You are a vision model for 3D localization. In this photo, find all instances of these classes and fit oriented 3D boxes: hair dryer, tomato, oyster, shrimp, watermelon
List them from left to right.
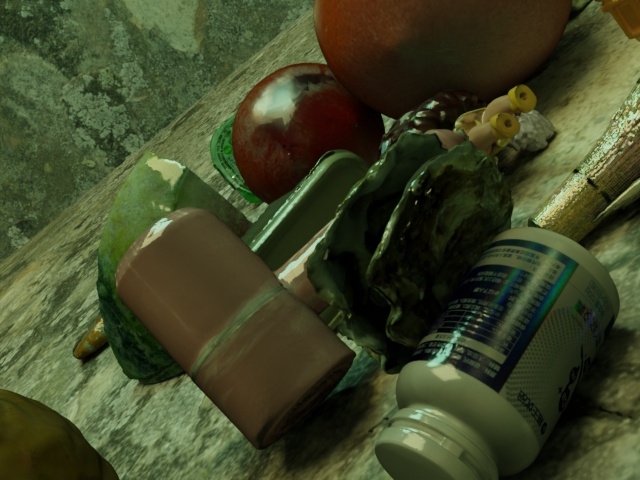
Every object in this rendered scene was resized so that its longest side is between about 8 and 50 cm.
[{"bbox_3d":[-0.363,0.124,1.629,0.187,0.052,0.132,-51,21,-20],"label":"shrimp"},{"bbox_3d":[-0.182,0.041,1.279,0.193,0.231,0.310,2,90,61],"label":"watermelon"},{"bbox_3d":[-0.016,-0.139,1.286,0.208,0.208,0.184,-51,-10,-29],"label":"tomato"},{"bbox_3d":[0.000,0.000,0.901,0.352,0.210,0.125,-43,-15,-10],"label":"hair dryer"},{"bbox_3d":[0.084,0.013,0.770,0.112,0.268,0.198,24,79,30],"label":"oyster"},{"bbox_3d":[0.146,-0.290,1.157,0.321,0.321,0.321,-36,19,14],"label":"tomato"}]

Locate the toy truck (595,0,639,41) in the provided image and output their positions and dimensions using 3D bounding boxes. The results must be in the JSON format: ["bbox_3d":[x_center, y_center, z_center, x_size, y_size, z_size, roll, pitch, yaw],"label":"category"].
[{"bbox_3d":[0.393,-0.300,0.961,0.270,0.135,0.114,-51,20,-28],"label":"toy truck"}]

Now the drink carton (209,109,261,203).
[{"bbox_3d":[-0.119,-0.160,1.669,0.146,0.144,0.142,-41,12,-2],"label":"drink carton"}]

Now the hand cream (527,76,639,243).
[{"bbox_3d":[0.256,-0.069,0.809,0.203,0.084,0.084,-45,18,5],"label":"hand cream"}]

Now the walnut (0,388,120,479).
[{"bbox_3d":[-0.348,0.284,0.815,0.354,0.308,0.397,-28,5,-40],"label":"walnut"}]

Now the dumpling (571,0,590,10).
[{"bbox_3d":[0.309,-0.367,1.349,0.134,0.100,0.169,-36,16,-28],"label":"dumpling"}]

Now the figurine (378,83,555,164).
[{"bbox_3d":[0.150,-0.102,1.023,0.175,0.116,0.240,-49,20,-20],"label":"figurine"}]

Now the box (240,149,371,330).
[{"bbox_3d":[-0.043,0.032,1.085,0.274,0.138,0.178,-49,15,-25],"label":"box"}]

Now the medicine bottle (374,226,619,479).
[{"bbox_3d":[0.121,0.089,0.657,0.191,0.107,0.107,-51,21,-27],"label":"medicine bottle"}]
